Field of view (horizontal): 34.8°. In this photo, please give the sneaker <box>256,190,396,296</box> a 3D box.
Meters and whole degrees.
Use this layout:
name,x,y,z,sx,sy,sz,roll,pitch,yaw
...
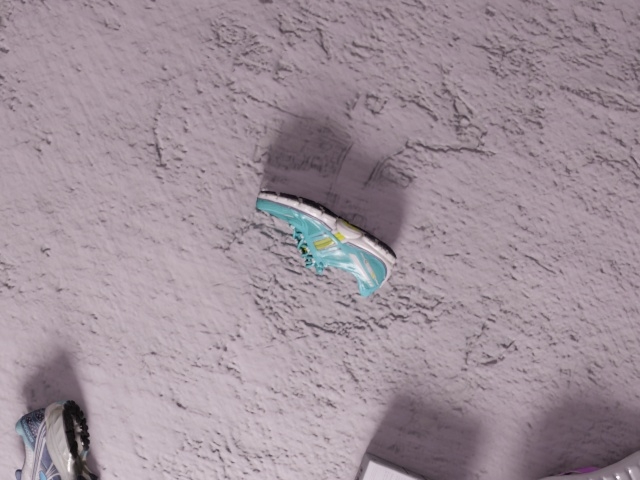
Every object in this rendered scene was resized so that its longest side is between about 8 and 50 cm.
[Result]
name,x,y,z,sx,sy,sz,roll,pitch,yaw
sneaker,0.000,0.000,1.799,0.275,0.107,0.110,32,95,-1

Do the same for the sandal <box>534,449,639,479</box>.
name,x,y,z,sx,sy,sz,roll,pitch,yaw
sandal,0.459,0.465,1.798,0.416,0.102,0.169,-10,102,-16

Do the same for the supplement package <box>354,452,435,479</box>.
name,x,y,z,sx,sy,sz,roll,pitch,yaw
supplement package,0.145,0.453,1.771,0.179,0.105,0.105,23,84,-1

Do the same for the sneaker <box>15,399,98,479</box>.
name,x,y,z,sx,sy,sz,roll,pitch,yaw
sneaker,-0.453,0.421,1.757,0.122,0.110,0.283,-11,84,14
